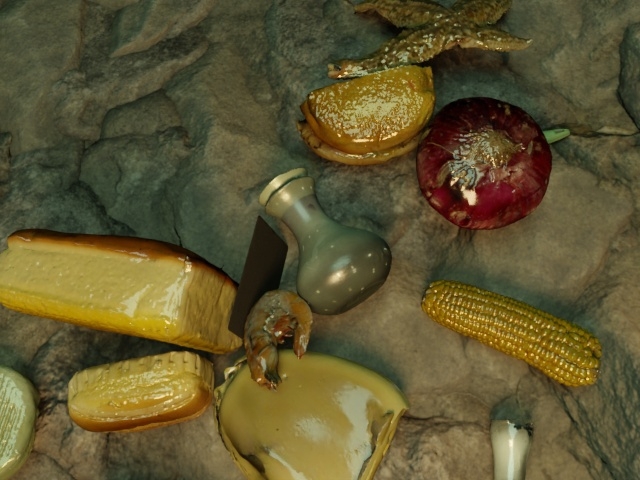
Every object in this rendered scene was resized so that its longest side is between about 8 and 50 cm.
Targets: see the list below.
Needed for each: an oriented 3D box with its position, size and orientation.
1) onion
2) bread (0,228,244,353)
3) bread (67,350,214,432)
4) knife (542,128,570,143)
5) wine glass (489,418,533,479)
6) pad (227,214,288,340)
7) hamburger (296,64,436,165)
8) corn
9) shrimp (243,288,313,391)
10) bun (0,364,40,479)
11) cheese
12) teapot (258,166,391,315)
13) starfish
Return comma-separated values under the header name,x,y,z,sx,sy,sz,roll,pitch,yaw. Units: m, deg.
name,x,y,z,sx,sy,sz,roll,pitch,yaw
onion,0.287,-0.137,1.142,0.246,0.190,0.247,3,74,-9
bread,-0.307,0.089,1.054,0.332,0.323,0.143,9,76,10
bread,-0.300,0.262,1.074,0.236,0.140,0.106,-12,63,3
knife,0.344,-0.183,1.245,0.293,0.020,0.043,-15,68,2
wine glass,0.298,0.362,0.992,0.072,0.072,0.155,5,69,10
pad,-0.107,0.079,1.128,0.003,0.143,0.212,4,66,23
hamburger,0.098,-0.224,1.231,0.282,0.144,0.157,-15,77,2
corn,0.316,0.143,1.066,0.312,0.102,0.102,26,73,17
shrimp,-0.073,0.156,1.025,0.132,0.051,0.188,-33,46,27
bun,-0.590,0.327,1.104,0.221,0.108,0.221,1,67,-1
cheese,-0.037,0.298,1.037,0.315,0.128,0.260,21,60,18
teapot,0.000,0.000,1.112,0.183,0.183,0.251,-34,74,-7
starfish,0.208,-0.450,1.302,0.431,0.082,0.324,-10,48,0
